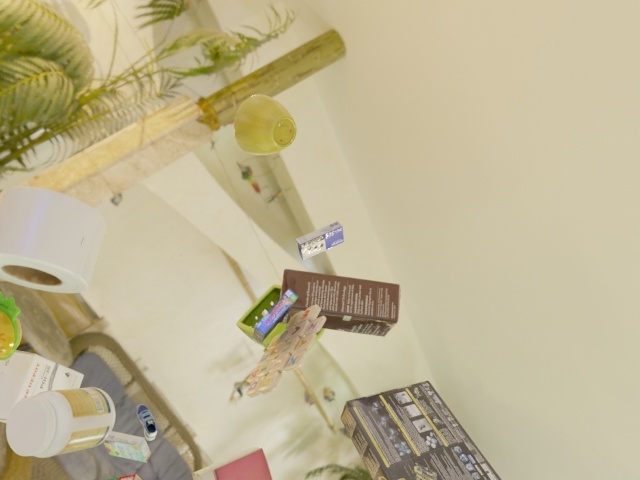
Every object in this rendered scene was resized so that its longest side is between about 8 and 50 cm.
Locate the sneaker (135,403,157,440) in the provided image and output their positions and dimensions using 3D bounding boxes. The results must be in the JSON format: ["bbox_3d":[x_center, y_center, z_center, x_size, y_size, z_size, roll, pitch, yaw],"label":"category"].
[{"bbox_3d":[-0.663,0.690,2.041,0.144,0.053,0.059,59,-41,18],"label":"sneaker"}]

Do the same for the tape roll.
[{"bbox_3d":[-0.648,0.006,1.249,0.246,0.245,0.169,93,5,-65],"label":"tape roll"}]

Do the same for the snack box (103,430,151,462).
[{"bbox_3d":[-0.645,0.685,1.769,0.141,0.037,0.100,7,-50,11],"label":"snack box"}]

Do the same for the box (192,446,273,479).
[{"bbox_3d":[-0.303,0.819,1.833,0.148,0.232,0.127,-42,-113,60],"label":"box"}]

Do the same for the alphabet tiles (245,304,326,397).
[{"bbox_3d":[-0.098,0.296,1.444,0.021,0.284,0.278,42,-38,-13],"label":"alphabet tiles"}]

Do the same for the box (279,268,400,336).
[{"bbox_3d":[0.055,0.207,1.743,0.191,0.381,0.143,104,-5,-65],"label":"box"}]

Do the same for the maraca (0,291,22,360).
[{"bbox_3d":[-0.841,0.226,1.395,0.127,0.186,0.099,19,12,11],"label":"maraca"}]

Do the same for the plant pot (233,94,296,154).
[{"bbox_3d":[-0.108,-0.246,1.165,0.095,0.134,0.134,24,-34,43],"label":"plant pot"}]

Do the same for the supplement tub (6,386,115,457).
[{"bbox_3d":[-0.597,0.419,1.235,0.144,0.144,0.199,50,8,22],"label":"supplement tub"}]

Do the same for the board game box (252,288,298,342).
[{"bbox_3d":[-0.128,0.213,1.472,0.035,0.136,0.201,41,-20,5],"label":"board game box"}]

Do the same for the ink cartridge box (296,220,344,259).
[{"bbox_3d":[0.000,0.000,2.304,0.046,0.207,0.097,51,-22,43],"label":"ink cartridge box"}]

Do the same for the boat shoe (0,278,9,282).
[{"bbox_3d":[-0.933,0.053,1.421,0.341,0.121,0.110,29,60,-70],"label":"boat shoe"}]

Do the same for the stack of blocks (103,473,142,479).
[{"bbox_3d":[-0.385,0.671,1.144,0.171,0.087,0.297,-85,156,-57],"label":"stack of blocks"}]

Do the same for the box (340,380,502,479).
[{"bbox_3d":[0.285,0.609,1.541,0.395,0.318,0.097,54,-41,45],"label":"box"}]

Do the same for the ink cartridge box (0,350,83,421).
[{"bbox_3d":[-0.916,0.489,1.702,0.117,0.207,0.283,5,-26,12],"label":"ink cartridge box"}]

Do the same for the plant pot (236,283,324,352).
[{"bbox_3d":[-0.134,0.321,1.971,0.228,0.227,0.207,9,-42,50],"label":"plant pot"}]
